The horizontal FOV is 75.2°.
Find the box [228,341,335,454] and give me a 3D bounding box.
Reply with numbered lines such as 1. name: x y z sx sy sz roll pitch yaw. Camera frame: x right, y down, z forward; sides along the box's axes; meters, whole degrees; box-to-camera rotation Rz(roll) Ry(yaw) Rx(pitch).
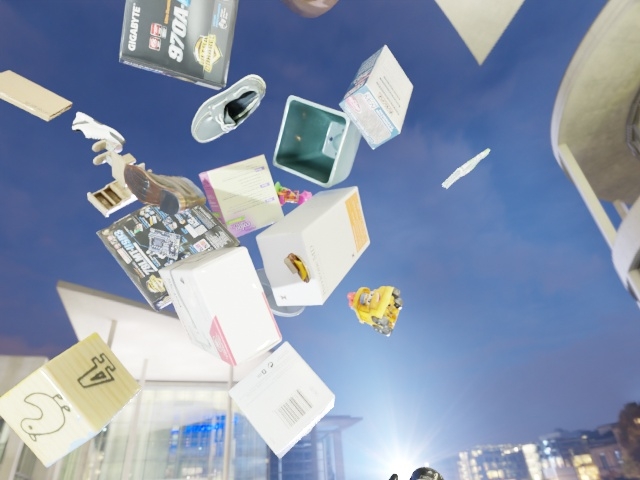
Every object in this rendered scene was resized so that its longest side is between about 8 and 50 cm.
1. box: -0.089 0.378 0.995 0.181 0.182 0.119 -38 -24 -21

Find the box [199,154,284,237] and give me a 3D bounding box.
1. box: -0.277 -0.155 1.478 0.214 0.243 0.117 -25 15 -26

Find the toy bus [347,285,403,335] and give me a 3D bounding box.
1. toy bus: 0.194 0.247 1.602 0.211 0.149 0.220 18 -23 24

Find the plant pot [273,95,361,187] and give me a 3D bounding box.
1. plant pot: 0.023 -0.354 1.495 0.252 0.247 0.247 -21 -48 -58

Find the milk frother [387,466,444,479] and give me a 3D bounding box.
1. milk frother: 0.200 0.579 0.879 0.129 0.143 0.135 -7 -7 21

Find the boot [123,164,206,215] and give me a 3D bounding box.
1. boot: -0.398 -0.131 1.061 0.106 0.219 0.082 -21 -41 -58

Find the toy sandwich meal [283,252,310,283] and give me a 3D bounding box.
1. toy sandwich meal: -0.055 0.069 0.994 0.029 0.085 0.085 -28 -27 -23

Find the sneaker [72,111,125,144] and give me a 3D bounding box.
1. sneaker: -0.478 -0.230 0.897 0.109 0.043 0.040 26 -13 -13

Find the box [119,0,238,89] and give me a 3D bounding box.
1. box: -0.236 -0.393 0.713 0.175 0.220 0.051 8 7 -29

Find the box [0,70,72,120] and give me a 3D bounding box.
1. box: -0.927 -0.461 1.320 0.201 0.164 0.021 27 -63 -19

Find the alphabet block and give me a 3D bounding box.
1. alphabet block: -0.608 0.381 1.022 0.192 0.193 0.197 -36 -84 13

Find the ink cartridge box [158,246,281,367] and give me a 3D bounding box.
1. ink cartridge box: -0.226 0.133 0.896 0.117 0.207 0.283 -27 11 -32

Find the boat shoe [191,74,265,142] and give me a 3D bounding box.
1. boat shoe: -0.317 -0.427 1.393 0.319 0.099 0.116 -32 -52 19

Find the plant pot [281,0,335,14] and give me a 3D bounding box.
1. plant pot: -0.025 -0.641 0.987 0.237 0.237 0.254 -5 6 1

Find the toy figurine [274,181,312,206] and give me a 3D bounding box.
1. toy figurine: -0.106 -0.173 1.741 0.159 0.173 0.130 8 -74 5

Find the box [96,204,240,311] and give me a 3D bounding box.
1. box: -0.437 0.009 1.218 0.293 0.295 0.073 -38 -22 -24

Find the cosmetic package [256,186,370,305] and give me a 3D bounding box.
1. cosmetic package: 0.000 0.000 1.345 0.162 0.453 0.230 -5 -69 28

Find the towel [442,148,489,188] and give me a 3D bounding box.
1. towel: 0.474 -0.232 1.348 0.152 0.023 0.113 -33 -10 -23

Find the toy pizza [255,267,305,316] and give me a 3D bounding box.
1. toy pizza: -0.139 0.166 1.316 0.201 0.201 0.032 16 -56 -27

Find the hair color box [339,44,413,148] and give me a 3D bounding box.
1. hair color box: 0.183 -0.453 1.293 0.105 0.347 0.174 -26 -63 36

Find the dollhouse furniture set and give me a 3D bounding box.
1. dollhouse furniture set: -0.793 -0.231 1.599 0.212 0.161 0.242 42 -39 7
